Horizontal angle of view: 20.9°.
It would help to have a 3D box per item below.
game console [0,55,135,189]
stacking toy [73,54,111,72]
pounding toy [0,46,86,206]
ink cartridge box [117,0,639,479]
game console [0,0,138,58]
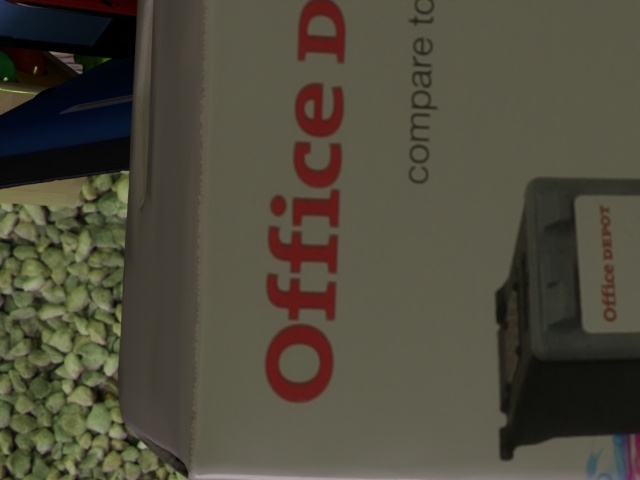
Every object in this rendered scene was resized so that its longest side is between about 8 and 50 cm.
[{"bbox_3d":[-0.014,-0.029,0.919,0.293,0.173,0.250,-5,-158,47],"label":"game console"},{"bbox_3d":[-0.042,-0.125,1.142,0.167,0.052,0.221,6,180,-31],"label":"stacking toy"},{"bbox_3d":[-0.239,-0.113,1.197,0.206,0.094,0.181,36,-160,34],"label":"pounding toy"},{"bbox_3d":[0.101,-0.037,0.538,0.306,0.226,0.131,2,179,-14],"label":"ink cartridge box"},{"bbox_3d":[-0.122,-0.107,0.861,0.144,0.085,0.124,4,147,-35],"label":"game console"}]
